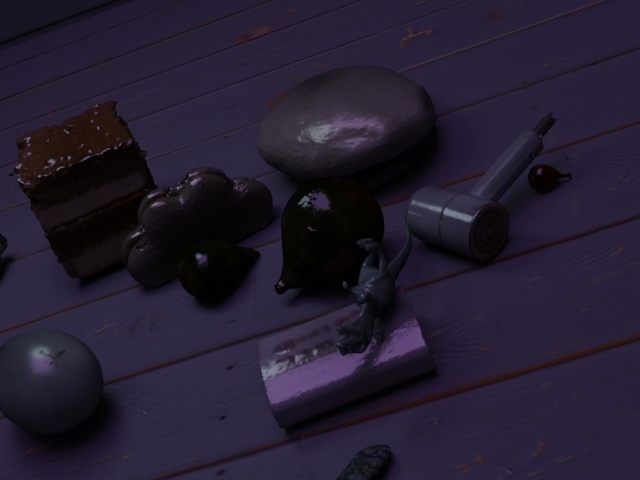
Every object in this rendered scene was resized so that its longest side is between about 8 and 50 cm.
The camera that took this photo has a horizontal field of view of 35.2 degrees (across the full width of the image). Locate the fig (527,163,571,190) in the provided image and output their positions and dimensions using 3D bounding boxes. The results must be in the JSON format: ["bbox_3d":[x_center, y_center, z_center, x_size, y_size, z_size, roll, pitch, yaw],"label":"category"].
[{"bbox_3d":[0.429,-0.120,1.887,0.083,0.050,0.050,-5,34,-4],"label":"fig"}]

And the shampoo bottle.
[{"bbox_3d":[0.146,-0.154,2.104,0.165,0.040,0.080,-30,29,-7],"label":"shampoo bottle"}]

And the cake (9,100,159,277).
[{"bbox_3d":[-0.491,-0.111,2.213,0.282,0.290,0.256,-24,35,-2],"label":"cake"}]

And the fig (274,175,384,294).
[{"bbox_3d":[0.000,0.000,1.868,0.245,0.195,0.195,-45,27,22],"label":"fig"}]

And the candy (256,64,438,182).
[{"bbox_3d":[0.060,-0.263,2.163,0.386,0.186,0.427,-28,27,-17],"label":"candy"}]

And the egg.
[{"bbox_3d":[-0.499,0.250,1.814,0.264,0.183,0.183,9,45,47],"label":"egg"}]

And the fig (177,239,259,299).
[{"bbox_3d":[-0.197,0.042,1.999,0.177,0.117,0.117,-31,33,-29],"label":"fig"}]

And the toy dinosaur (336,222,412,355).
[{"bbox_3d":[0.098,0.029,1.644,0.076,0.129,0.383,3,36,27],"label":"toy dinosaur"}]

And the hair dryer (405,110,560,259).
[{"bbox_3d":[0.325,-0.120,1.864,0.357,0.107,0.173,-46,39,-20],"label":"hair dryer"}]

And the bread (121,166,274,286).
[{"bbox_3d":[-0.264,-0.046,2.088,0.337,0.183,0.102,-30,42,-8],"label":"bread"}]

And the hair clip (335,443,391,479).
[{"bbox_3d":[0.035,0.374,1.447,0.066,0.036,0.229,-3,38,39],"label":"hair clip"}]

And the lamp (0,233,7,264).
[{"bbox_3d":[-0.803,0.077,2.317,0.101,0.101,0.250,2,45,33],"label":"lamp"}]

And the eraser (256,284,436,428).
[{"bbox_3d":[0.037,0.187,1.655,0.270,0.095,0.174,-23,36,4],"label":"eraser"}]
